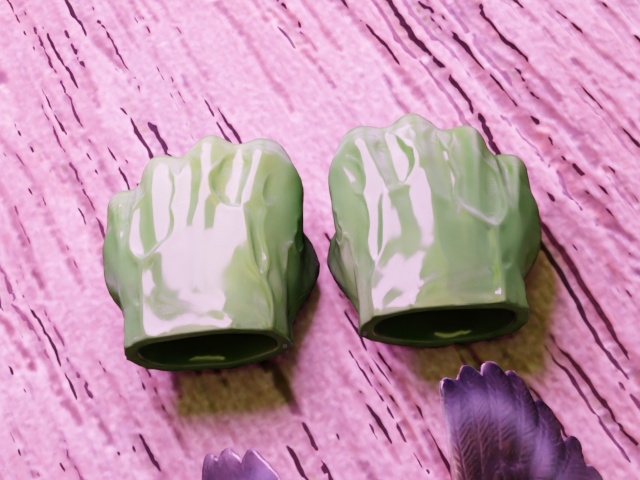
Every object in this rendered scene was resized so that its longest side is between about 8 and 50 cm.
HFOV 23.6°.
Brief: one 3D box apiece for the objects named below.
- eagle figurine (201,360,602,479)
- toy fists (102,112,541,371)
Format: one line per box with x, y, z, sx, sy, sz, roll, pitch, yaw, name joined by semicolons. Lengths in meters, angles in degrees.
0.061;0.219;0.797;0.226;0.225;0.298;22;20;-19;eagle figurine
0.000;0.000;0.978;0.279;0.096;0.142;-6;67;6;toy fists
